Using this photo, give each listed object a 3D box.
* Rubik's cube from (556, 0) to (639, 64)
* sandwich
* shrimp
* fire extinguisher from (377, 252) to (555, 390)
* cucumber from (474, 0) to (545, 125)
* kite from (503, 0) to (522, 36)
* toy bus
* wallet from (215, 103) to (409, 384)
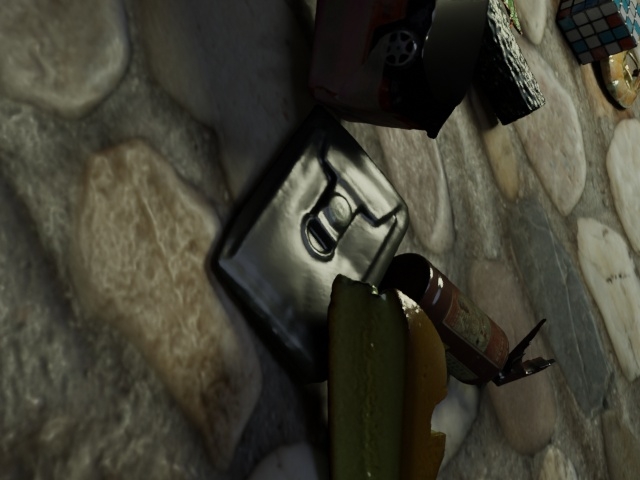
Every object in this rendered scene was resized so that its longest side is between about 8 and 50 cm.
[{"bbox_3d":[0.421,-0.336,1.773,0.092,0.092,0.092,53,40,-28],"label":"Rubik's cube"},{"bbox_3d":[0.060,0.149,1.054,0.088,0.090,0.244,-12,105,-60],"label":"sandwich"},{"bbox_3d":[0.501,-0.308,1.921,0.251,0.052,0.143,-47,126,-43],"label":"shrimp"},{"bbox_3d":[0.163,0.097,1.234,0.252,0.106,0.075,40,28,-39],"label":"fire extinguisher"},{"bbox_3d":[0.192,-0.281,1.457,0.293,0.068,0.067,61,37,-15],"label":"cucumber"},{"bbox_3d":[0.222,-0.335,1.571,0.198,0.006,0.244,48,43,-33],"label":"kite"},{"bbox_3d":[0.083,-0.260,1.159,0.127,0.147,0.302,16,82,-61],"label":"toy bus"},{"bbox_3d":[0.000,0.000,1.099,0.168,0.052,0.245,54,42,-23],"label":"wallet"}]
